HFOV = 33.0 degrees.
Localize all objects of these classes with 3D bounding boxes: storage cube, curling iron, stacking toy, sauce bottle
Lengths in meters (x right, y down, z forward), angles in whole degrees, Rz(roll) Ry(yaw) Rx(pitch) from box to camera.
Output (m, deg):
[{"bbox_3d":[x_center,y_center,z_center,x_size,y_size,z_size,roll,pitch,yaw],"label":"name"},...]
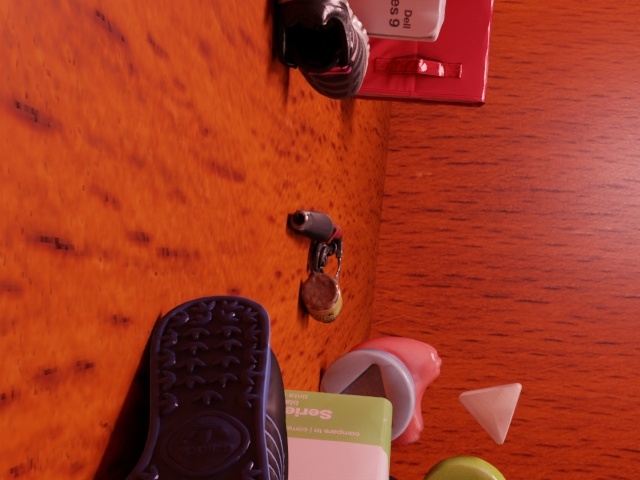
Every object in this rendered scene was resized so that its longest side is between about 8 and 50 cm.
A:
[{"bbox_3d":[0.133,-0.280,1.428,0.215,0.184,0.193,-33,128,-83],"label":"storage cube"},{"bbox_3d":[0.000,0.000,1.091,0.274,0.035,0.068,64,32,-80],"label":"curling iron"},{"bbox_3d":[0.118,0.297,1.446,0.130,0.280,0.308,-19,116,-72],"label":"stacking toy"},{"bbox_3d":[0.004,0.067,1.165,0.128,0.042,0.042,69,27,-74],"label":"sauce bottle"}]

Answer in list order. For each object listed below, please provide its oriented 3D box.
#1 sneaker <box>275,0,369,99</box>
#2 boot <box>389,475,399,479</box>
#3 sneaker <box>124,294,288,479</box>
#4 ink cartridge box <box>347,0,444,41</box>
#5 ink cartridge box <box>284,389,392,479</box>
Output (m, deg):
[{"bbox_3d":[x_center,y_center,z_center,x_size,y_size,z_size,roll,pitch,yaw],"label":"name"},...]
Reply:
[{"bbox_3d":[-0.001,-0.147,0.811,0.170,0.063,0.074,73,22,-63],"label":"sneaker"},{"bbox_3d":[0.081,0.541,1.268,0.367,0.146,0.445,20,-80,60],"label":"boot"},{"bbox_3d":[-0.050,0.124,0.459,0.232,0.081,0.090,-79,165,-55],"label":"sneaker"},{"bbox_3d":[0.060,-0.294,0.967,0.289,0.122,0.211,-62,157,-75],"label":"ink cartridge box"},{"bbox_3d":[-0.017,0.265,0.757,0.273,0.115,0.198,-75,168,-61],"label":"ink cartridge box"}]
